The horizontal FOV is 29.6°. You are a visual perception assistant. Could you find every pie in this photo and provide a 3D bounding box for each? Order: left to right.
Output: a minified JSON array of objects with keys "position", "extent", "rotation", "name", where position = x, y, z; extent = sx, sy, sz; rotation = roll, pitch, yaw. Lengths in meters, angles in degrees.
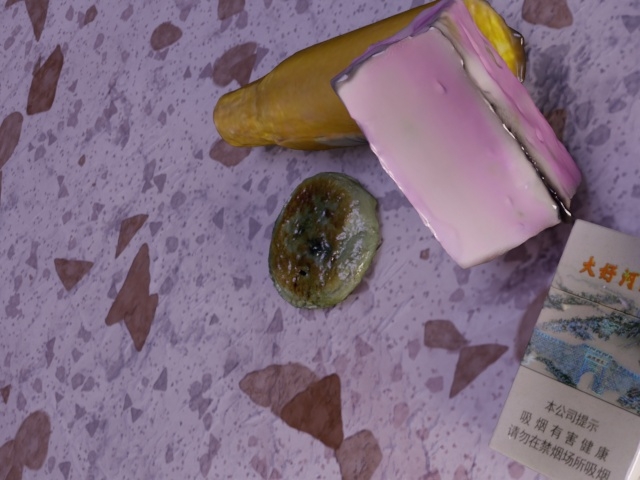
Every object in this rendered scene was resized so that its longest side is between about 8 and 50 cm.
[{"position":[0.000,0.000,1.555],"extent":[0.187,0.041,0.186],"rotation":[-17,64,38],"name":"pie"}]

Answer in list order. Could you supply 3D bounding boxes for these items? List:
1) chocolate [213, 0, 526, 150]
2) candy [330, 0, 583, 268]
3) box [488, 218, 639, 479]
[{"position":[0.039,-0.183,1.530],"extent":[0.445,0.162,0.162],"rotation":[-9,69,46],"name":"chocolate"},{"position":[0.147,-0.111,1.290],"extent":[0.155,0.265,0.116],"rotation":[-30,15,32],"name":"candy"},{"position":[0.290,0.123,1.209],"extent":[0.164,0.069,0.256],"rotation":[21,90,46],"name":"box"}]
